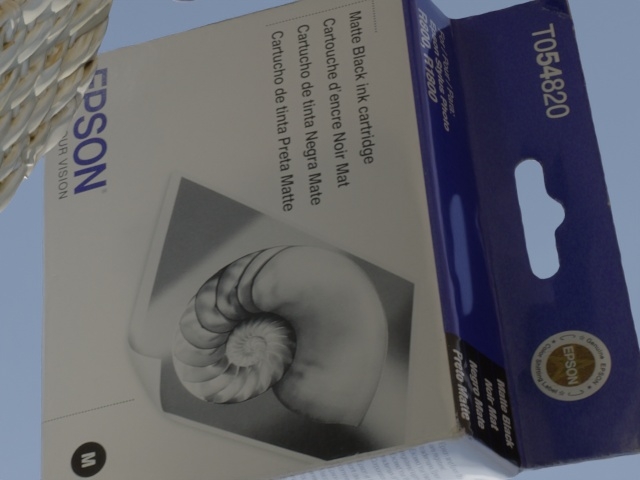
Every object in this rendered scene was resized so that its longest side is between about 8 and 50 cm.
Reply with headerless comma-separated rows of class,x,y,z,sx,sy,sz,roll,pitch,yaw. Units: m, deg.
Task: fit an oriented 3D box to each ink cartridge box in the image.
ink cartridge box,0.000,0.000,0.739,0.224,0.045,0.223,-14,-126,10

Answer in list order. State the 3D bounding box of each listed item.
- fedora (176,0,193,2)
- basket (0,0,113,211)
fedora,0.033,-0.194,0.946,0.124,0.275,0.244,36,-102,-1
basket,-0.131,-0.052,0.517,0.103,0.113,0.167,26,-135,4
